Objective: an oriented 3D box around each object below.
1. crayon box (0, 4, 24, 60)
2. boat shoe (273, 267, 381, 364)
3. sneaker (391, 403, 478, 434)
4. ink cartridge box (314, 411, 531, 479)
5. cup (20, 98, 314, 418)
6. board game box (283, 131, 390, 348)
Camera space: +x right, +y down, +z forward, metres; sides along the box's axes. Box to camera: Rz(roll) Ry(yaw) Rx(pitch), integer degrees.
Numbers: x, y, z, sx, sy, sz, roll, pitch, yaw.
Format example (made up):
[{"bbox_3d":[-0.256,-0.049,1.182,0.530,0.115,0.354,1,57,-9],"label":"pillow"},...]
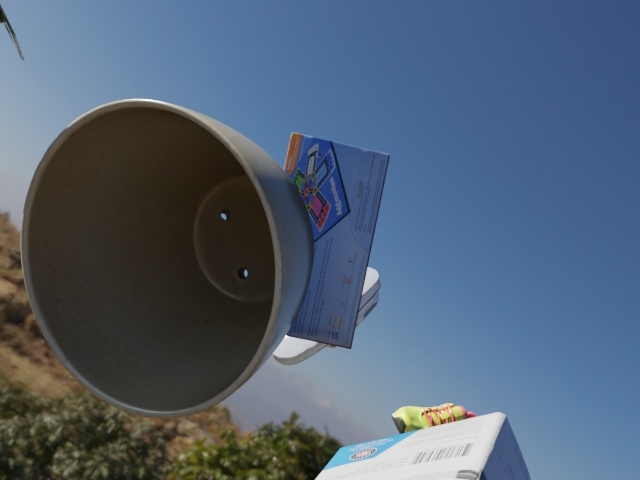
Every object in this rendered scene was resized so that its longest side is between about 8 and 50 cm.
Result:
[{"bbox_3d":[-0.445,-0.350,0.825,0.322,0.083,0.203,66,-15,-13],"label":"crayon box"},{"bbox_3d":[0.021,0.151,1.329,0.095,0.258,0.084,27,-39,41],"label":"boat shoe"},{"bbox_3d":[0.202,0.311,1.280,0.208,0.094,0.081,22,34,-48],"label":"sneaker"},{"bbox_3d":[0.050,0.194,0.478,0.191,0.140,0.082,-29,98,-64],"label":"ink cartridge box"},{"bbox_3d":[-0.136,0.011,0.867,0.331,0.331,0.237,29,17,20],"label":"cup"},{"bbox_3d":[0.000,0.000,1.049,0.145,0.281,0.027,13,-5,-6],"label":"board game box"}]
